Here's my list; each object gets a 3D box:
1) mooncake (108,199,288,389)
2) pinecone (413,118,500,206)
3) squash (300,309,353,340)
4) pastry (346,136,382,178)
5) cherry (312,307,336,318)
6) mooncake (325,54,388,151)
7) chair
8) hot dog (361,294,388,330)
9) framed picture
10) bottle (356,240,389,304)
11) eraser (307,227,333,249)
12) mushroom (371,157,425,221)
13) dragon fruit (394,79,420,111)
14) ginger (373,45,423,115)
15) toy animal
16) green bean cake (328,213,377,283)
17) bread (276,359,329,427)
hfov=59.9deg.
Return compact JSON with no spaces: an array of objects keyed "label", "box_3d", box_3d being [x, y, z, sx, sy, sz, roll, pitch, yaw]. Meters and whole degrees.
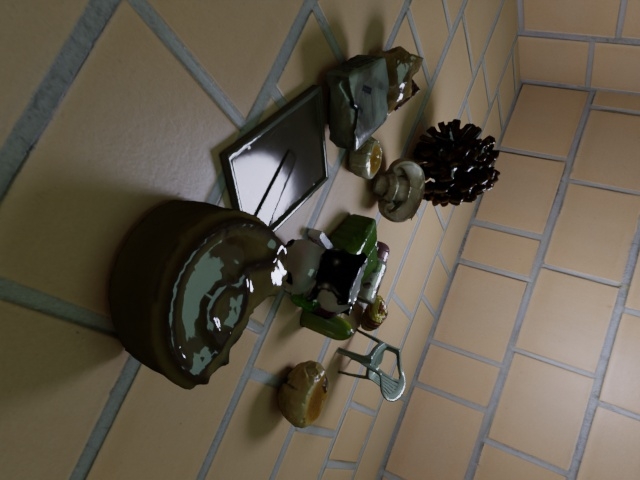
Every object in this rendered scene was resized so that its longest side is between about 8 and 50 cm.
[{"label":"mooncake","box_3d":[-0.260,0.115,1.240,0.393,0.246,0.394,17,86,-57]},{"label":"pinecone","box_3d":[0.587,-0.353,2.450,0.397,0.397,0.398,-39,137,-49]},{"label":"squash","box_3d":[0.028,0.290,1.931,0.095,0.187,0.095,-37,136,-46]},{"label":"pastry","box_3d":[0.158,-0.297,1.964,0.166,0.088,0.166,-43,141,-50]},{"label":"cherry","box_3d":[0.020,0.167,1.864,0.195,0.195,0.195,-39,137,-49]},{"label":"mooncake","box_3d":[0.110,-0.437,1.739,0.254,0.136,0.250,-41,137,-40]},{"label":"chair","box_3d":[0.227,0.532,2.346,0.203,0.274,0.191,-32,133,-49]},{"label":"hot dog","box_3d":[0.236,0.311,2.355,0.261,0.093,0.123,104,3,-65]},{"label":"framed picture","box_3d":[-0.107,-0.204,1.576,0.446,0.028,0.326,-47,143,-41]},{"label":"bottle","box_3d":[0.202,0.124,2.245,0.120,0.120,0.253,44,64,-60]},{"label":"eraser","box_3d":[0.000,0.000,1.862,0.029,0.052,0.122,-66,153,-16]},{"label":"mushroom","box_3d":[0.294,-0.201,2.205,0.189,0.195,0.254,-152,-106,-84]},{"label":"dragon fruit","box_3d":[0.297,-0.575,2.097,0.127,0.120,0.161,52,16,-10]},{"label":"ginger","box_3d":[0.242,-0.542,1.947,0.218,0.123,0.270,0,115,-38]},{"label":"toy animal","box_3d":[-0.007,0.112,1.668,0.212,0.266,0.213,11,90,-81]},{"label":"green bean cake","box_3d":[0.116,0.046,2.036,0.248,0.124,0.222,-46,140,-47]},{"label":"bread","box_3d":[-0.061,0.534,1.958,0.244,0.134,0.245,-44,142,-49]}]
